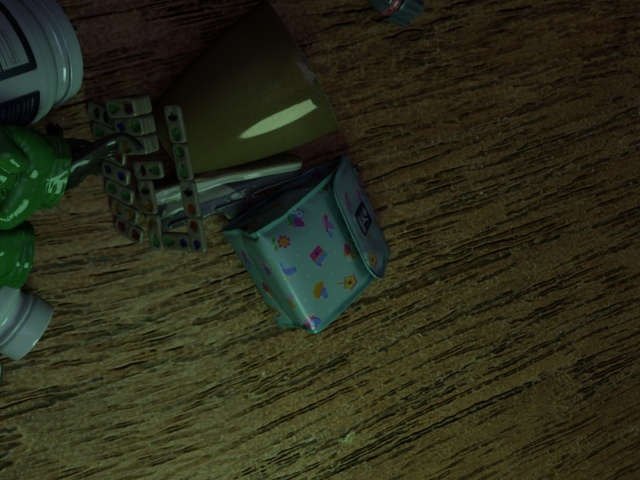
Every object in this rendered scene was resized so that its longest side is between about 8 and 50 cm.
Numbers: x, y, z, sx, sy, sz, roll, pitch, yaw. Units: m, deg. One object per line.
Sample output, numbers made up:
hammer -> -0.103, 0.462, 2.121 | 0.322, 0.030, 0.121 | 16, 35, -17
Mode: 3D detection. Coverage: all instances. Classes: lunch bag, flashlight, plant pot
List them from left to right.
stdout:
plant pot -> -0.138, -0.218, 1.321 | 0.254, 0.237, 0.237 | -30, 113, 1
lunch bag -> 0.000, 0.000, 1.454 | 0.262, 0.160, 0.223 | -37, 111, -26
flashlight -> 0.039, -0.463, 1.398 | 0.304, 0.103, 0.103 | 15, 98, -28

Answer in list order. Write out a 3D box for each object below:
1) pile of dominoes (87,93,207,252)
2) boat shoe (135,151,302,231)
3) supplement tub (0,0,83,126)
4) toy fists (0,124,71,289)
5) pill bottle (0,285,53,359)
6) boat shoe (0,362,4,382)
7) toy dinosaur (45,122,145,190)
pile of dominoes -> -0.282, -0.099, 1.281 | 0.040, 0.196, 0.251 | -31, 117, -53
boat shoe -> -0.164, -0.082, 1.392 | 0.285, 0.103, 0.092 | -16, 113, -17
supplement tub -> -0.476, -0.223, 1.085 | 0.272, 0.191, 0.191 | -33, 116, -41
toy fists -> -0.439, -0.031, 1.092 | 0.142, 0.096, 0.279 | 3, 130, -42
pill bottle -> -0.527, 0.079, 1.235 | 0.229, 0.131, 0.131 | 40, 83, -27
boat shoe -> -0.604, 0.305, 1.270 | 0.116, 0.097, 0.324 | 35, 80, 13
toy dinosaur -> -0.399, -0.112, 1.212 | 0.160, 0.313, 0.121 | -34, 133, -56
